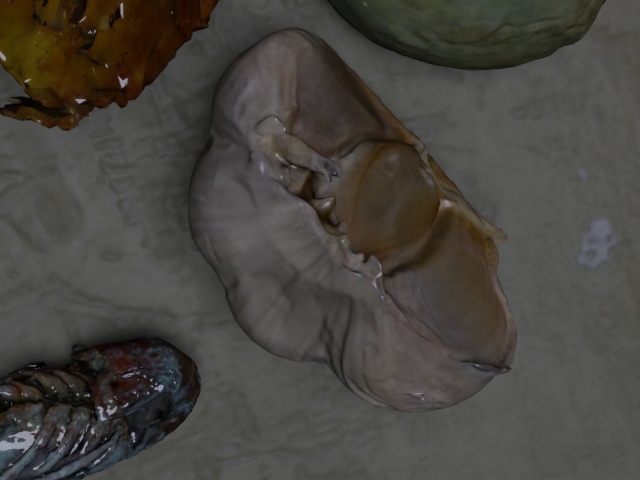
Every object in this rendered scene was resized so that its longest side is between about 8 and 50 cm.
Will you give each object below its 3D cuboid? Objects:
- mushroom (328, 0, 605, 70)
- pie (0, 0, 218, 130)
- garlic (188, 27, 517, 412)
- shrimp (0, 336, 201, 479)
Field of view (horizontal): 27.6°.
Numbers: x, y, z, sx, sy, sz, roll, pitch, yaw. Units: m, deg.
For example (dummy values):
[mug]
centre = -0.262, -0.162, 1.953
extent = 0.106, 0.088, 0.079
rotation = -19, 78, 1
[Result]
[mushroom]
centre = 0.069, -0.224, 0.695
extent = 0.190, 0.164, 0.267
rotation = 0, 101, -14
[pie]
centre = -0.114, -0.203, 0.622
extent = 0.085, 0.308, 0.308
rotation = 6, 101, 21
[garlic]
centre = 0.000, 0.000, 0.730
extent = 0.143, 0.178, 0.229
rotation = -28, 86, 26
[shrimp]
centre = -0.177, 0.113, 0.743
extent = 0.233, 0.090, 0.079
rotation = -14, 137, -20
